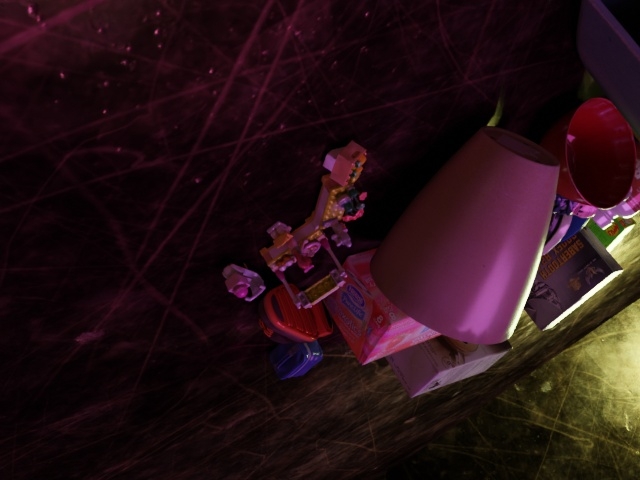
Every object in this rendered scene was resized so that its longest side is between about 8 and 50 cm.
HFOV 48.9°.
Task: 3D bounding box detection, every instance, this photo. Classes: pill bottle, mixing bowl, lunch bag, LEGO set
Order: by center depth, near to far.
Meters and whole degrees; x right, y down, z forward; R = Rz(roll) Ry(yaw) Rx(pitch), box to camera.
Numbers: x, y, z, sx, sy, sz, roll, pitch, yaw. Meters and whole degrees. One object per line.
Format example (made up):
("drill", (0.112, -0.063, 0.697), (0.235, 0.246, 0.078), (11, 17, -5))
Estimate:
("LEGO set", (0.000, 0.000, 0.979), (0.287, 0.107, 0.132), (-44, 152, 25))
("mixing bowl", (0.430, -0.138, 1.174), (0.181, 0.181, 0.098), (-15, -174, -32))
("lunch bag", (-0.054, 0.226, 1.374), (0.065, 0.067, 0.098), (2, 140, -49))
("pill bottle", (0.645, -0.124, 1.458), (0.216, 0.121, 0.121), (-42, 153, 20))

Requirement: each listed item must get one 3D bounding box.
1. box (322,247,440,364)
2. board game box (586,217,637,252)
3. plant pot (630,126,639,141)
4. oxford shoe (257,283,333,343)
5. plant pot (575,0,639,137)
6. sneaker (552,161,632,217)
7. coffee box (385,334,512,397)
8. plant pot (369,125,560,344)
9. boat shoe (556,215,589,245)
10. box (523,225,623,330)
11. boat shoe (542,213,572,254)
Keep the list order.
("box", (0.178, 0.094, 1.296), (0.300, 0.154, 0.142), (-13, 149, -32))
("board game box", (0.683, -0.018, 1.726), (0.043, 0.092, 0.181), (-20, 152, -25))
("plant pot", (0.646, -0.228, 1.165), (0.227, 0.228, 0.207), (-31, 161, -3))
("oxford shoe", (-0.058, 0.137, 1.162), (0.098, 0.097, 0.271), (-23, 163, 11))
("plant pot", (0.500, -0.253, 0.947), (0.247, 0.248, 0.252), (-33, 167, 2))
("sneaker", (0.426, -0.089, 1.266), (0.319, 0.131, 0.112), (-22, 153, -19))
("coffee box", (0.298, 0.246, 1.687), (0.297, 0.168, 0.119), (-7, 145, -43))
("plant pot", (0.244, -0.028, 1.091), (0.256, 0.256, 0.274), (-5, 127, -43))
("boat shoe", (0.486, -0.038, 1.490), (0.089, 0.109, 0.258), (-25, 171, -30))
("box", (0.542, 0.069, 1.621), (0.056, 0.183, 0.231), (-4, 144, -44))
("boat shoe", (0.369, 0.025, 1.443), (0.113, 0.127, 0.340), (18, 141, -13))
